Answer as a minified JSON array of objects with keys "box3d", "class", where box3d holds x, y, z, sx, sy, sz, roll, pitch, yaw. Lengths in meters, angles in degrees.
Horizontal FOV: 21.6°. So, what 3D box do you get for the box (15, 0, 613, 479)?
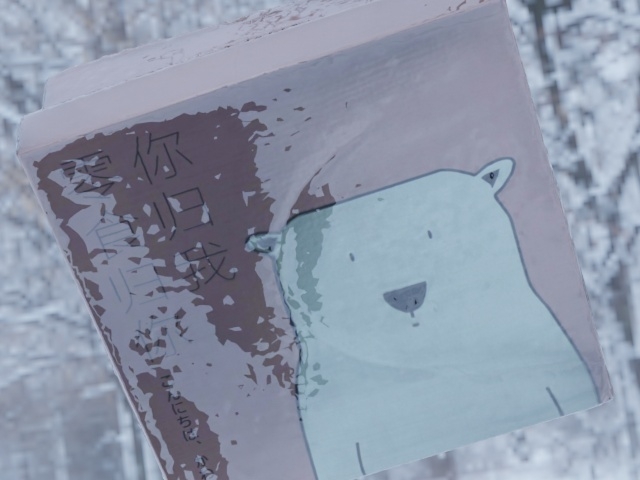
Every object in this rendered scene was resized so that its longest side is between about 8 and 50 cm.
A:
[{"box3d":[0.000,0.000,0.751,0.215,0.215,0.086,-18,29,4],"class":"box"}]
